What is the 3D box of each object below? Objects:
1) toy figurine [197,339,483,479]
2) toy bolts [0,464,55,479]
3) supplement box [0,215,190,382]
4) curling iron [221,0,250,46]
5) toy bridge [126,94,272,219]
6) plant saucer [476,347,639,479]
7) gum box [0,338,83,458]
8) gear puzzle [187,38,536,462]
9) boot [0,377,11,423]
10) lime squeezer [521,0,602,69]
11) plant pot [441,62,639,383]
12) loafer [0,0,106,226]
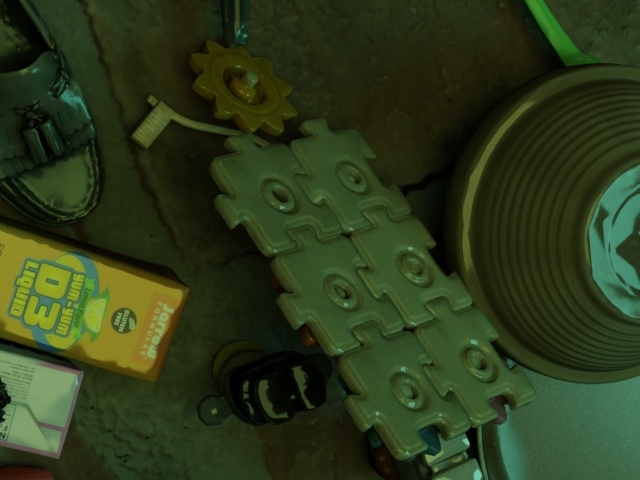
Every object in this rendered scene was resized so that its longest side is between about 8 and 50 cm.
[{"bbox_3d":[-0.009,0.189,1.192,0.213,0.148,0.209,22,82,-15],"label":"toy figurine"},{"bbox_3d":[-0.267,0.240,1.126,0.228,0.218,0.158,1,110,-48],"label":"toy bolts"},{"bbox_3d":[-0.211,0.026,1.150,0.233,0.080,0.078,18,91,-19],"label":"supplement box"},{"bbox_3d":[-0.074,-0.274,1.190,0.068,0.035,0.274,-8,95,-11],"label":"curling iron"},{"bbox_3d":[-0.054,-0.042,1.217,0.188,0.026,0.063,41,80,-15],"label":"toy bridge"},{"bbox_3d":[0.259,0.132,1.309,0.311,0.050,0.310,-1,95,-16],"label":"plant saucer"},{"bbox_3d":[-0.253,0.089,1.126,0.188,0.107,0.062,16,90,-16],"label":"gum box"},{"bbox_3d":[0.000,0.000,1.156,0.175,0.044,0.339,-17,68,-48],"label":"gear puzzle"},{"bbox_3d":[-0.258,0.088,1.044,0.099,0.045,0.121,-36,110,-8],"label":"boot"},{"bbox_3d":[0.161,-0.080,1.262,0.110,0.059,0.310,6,93,-17],"label":"lime squeezer"},{"bbox_3d":[0.215,-0.006,1.198,0.237,0.110,0.237,-3,99,-17],"label":"plant pot"},{"bbox_3d":[-0.223,-0.128,1.131,0.096,0.084,0.267,-28,101,-13],"label":"loafer"}]
